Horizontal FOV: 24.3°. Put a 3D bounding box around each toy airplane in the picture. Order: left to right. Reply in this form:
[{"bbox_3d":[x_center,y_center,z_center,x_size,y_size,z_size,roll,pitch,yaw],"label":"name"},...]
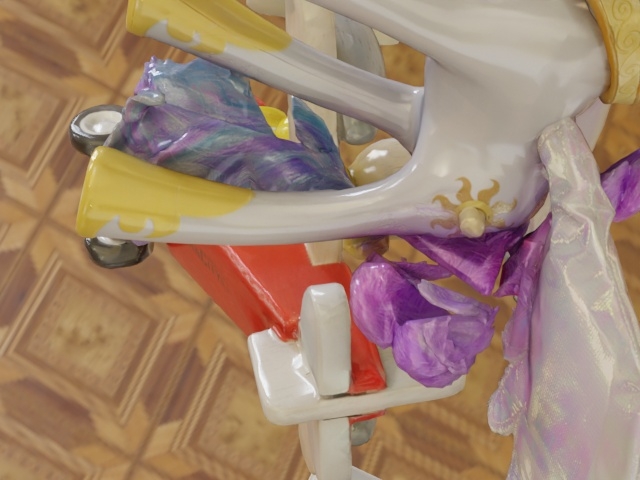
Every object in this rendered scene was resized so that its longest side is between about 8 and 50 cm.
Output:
[{"bbox_3d":[0.000,0.000,1.185,0.272,0.386,0.384,-23,89,-25],"label":"toy airplane"}]

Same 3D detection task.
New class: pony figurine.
[{"bbox_3d":[0.081,-0.039,0.693,0.364,0.351,0.302,13,44,-6],"label":"pony figurine"}]

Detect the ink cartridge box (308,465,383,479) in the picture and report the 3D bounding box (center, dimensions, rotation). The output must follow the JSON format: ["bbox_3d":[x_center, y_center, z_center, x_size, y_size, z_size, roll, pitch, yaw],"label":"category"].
[{"bbox_3d":[0.054,0.337,1.472,0.171,0.232,0.168,23,77,14],"label":"ink cartridge box"}]
